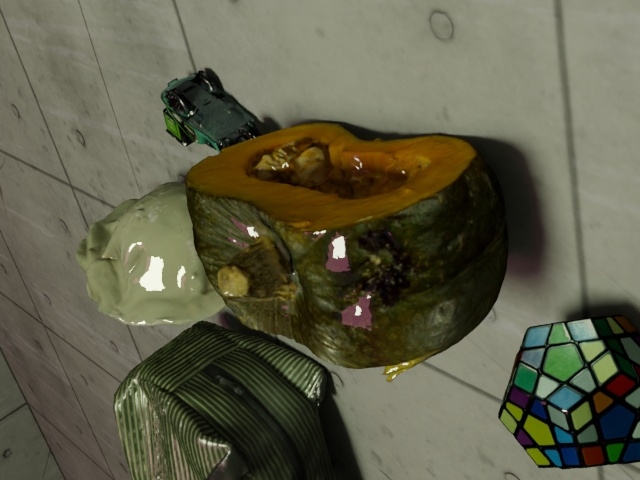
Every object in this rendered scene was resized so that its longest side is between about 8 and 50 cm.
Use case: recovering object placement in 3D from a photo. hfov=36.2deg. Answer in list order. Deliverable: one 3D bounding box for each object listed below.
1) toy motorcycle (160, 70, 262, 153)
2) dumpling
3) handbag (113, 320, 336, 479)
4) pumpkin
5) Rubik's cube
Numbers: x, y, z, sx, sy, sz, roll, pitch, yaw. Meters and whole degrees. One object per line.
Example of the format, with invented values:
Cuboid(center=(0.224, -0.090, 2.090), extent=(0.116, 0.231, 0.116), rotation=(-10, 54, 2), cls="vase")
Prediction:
Cuboid(center=(-0.108, -0.115, 1.050), extent=(0.173, 0.058, 0.100), rotation=(40, 154, 30), cls="toy motorcycle")
Cuboid(center=(-0.191, 0.021, 1.170), extent=(0.258, 0.193, 0.147), rotation=(27, 145, 37), cls="dumpling")
Cuboid(center=(-0.098, 0.287, 1.272), extent=(0.240, 0.247, 0.341), rotation=(7, 123, 40), cls="handbag")
Cuboid(center=(0.000, 0.000, 0.830), extent=(0.317, 0.221, 0.139), rotation=(19, 136, 49), cls="pumpkin")
Cuboid(center=(0.202, 0.116, 0.755), extent=(0.112, 0.133, 0.133), rotation=(-121, 8, -69), cls="Rubik's cube")
